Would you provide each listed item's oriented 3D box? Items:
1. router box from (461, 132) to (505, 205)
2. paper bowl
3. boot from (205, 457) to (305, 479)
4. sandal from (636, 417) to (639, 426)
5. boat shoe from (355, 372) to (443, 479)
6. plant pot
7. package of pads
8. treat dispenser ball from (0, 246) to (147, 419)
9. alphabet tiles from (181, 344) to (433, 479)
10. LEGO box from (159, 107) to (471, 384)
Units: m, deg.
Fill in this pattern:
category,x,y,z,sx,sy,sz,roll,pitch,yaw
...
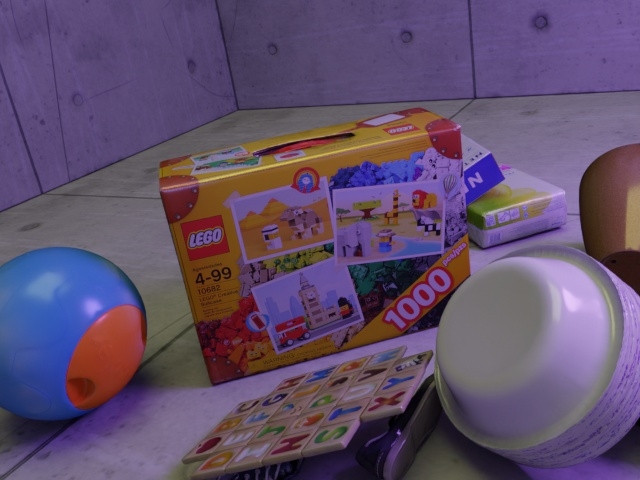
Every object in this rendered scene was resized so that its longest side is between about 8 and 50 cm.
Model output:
category,x,y,z,sx,sy,sz,roll,pitch,yaw
router box,0.239,-0.132,1.601,0.335,0.082,0.301,-35,25,4
paper bowl,0.267,0.136,0.846,0.284,0.148,0.284,-37,35,32
boot,-0.085,0.311,0.858,0.086,0.069,0.190,-6,21,24
sandal,0.484,0.215,0.853,0.167,0.107,0.446,-25,40,-36
boat shoe,0.119,0.251,0.919,0.065,0.075,0.206,9,33,32
plant pot,0.592,-0.017,1.215,0.237,0.237,0.254,3,39,29
package of pads,0.427,-0.091,1.587,0.229,0.101,0.296,-15,23,-11
treat dispenser ball,-0.440,0.154,1.095,0.288,0.288,0.288,-8,22,3
alphabet tiles,-0.017,0.230,0.896,0.342,0.011,0.285,-21,6,26
LEGO box,0.000,0.000,1.181,0.500,0.372,0.193,-14,23,-9
